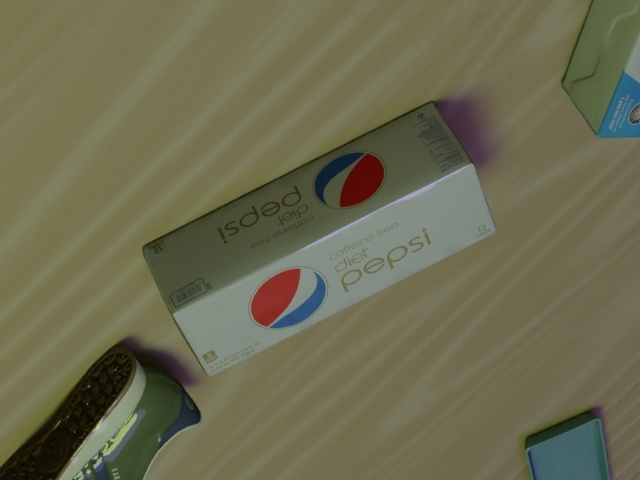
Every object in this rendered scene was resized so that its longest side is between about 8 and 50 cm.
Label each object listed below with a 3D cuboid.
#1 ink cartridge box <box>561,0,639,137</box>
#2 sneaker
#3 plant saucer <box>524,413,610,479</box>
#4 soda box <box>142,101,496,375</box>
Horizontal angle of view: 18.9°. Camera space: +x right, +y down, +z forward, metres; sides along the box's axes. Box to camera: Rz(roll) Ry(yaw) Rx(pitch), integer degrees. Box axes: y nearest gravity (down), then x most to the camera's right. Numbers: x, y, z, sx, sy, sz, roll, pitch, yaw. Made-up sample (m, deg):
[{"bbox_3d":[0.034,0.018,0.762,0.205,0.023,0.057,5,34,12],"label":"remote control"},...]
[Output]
[{"bbox_3d":[0.263,-0.127,1.273,0.181,0.061,0.104,-2,131,-25],"label":"ink cartridge box"},{"bbox_3d":[-0.158,0.163,1.325,0.086,0.064,0.192,30,110,-37],"label":"sneaker"},{"bbox_3d":[0.208,0.211,1.593,0.067,0.018,0.192,-23,137,-6],"label":"plant saucer"},{"bbox_3d":[0.000,0.000,1.253,0.216,0.069,0.074,-26,136,-2],"label":"soda box"}]
